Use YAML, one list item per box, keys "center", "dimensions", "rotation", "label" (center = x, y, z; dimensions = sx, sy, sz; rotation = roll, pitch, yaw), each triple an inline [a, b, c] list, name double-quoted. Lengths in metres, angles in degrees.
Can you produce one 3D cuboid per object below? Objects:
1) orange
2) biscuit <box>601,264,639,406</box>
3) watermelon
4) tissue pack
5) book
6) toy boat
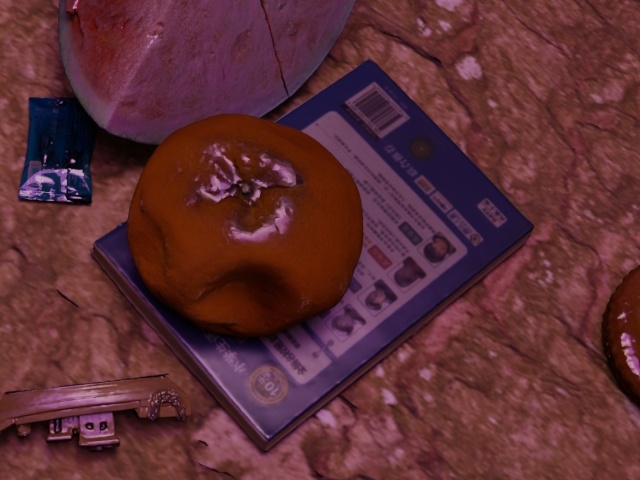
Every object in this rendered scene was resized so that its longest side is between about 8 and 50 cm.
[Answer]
- center: [-0.075, -0.030, 1.377]
  dimensions: [0.249, 0.183, 0.249]
  rotation: [4, 64, -9]
  label: "orange"
- center: [0.428, 0.117, 1.523]
  dimensions: [0.221, 0.066, 0.220]
  rotation: [3, 64, -7]
  label: "biscuit"
- center: [-0.144, -0.280, 1.540]
  dimensions: [0.222, 0.319, 0.292]
  rotation: [31, 16, 36]
  label: "watermelon"
- center: [-0.294, -0.107, 1.505]
  dimensions: [0.085, 0.028, 0.138]
  rotation: [4, 60, -10]
  label: "tissue pack"
- center: [0.000, 0.000, 1.504]
  dimensions: [0.428, 0.039, 0.300]
  rotation: [-36, 75, -25]
  label: "book"
- center: [-0.235, 0.180, 1.355]
  dimensions: [0.206, 0.064, 0.072]
  rotation: [-6, 83, -13]
  label: "toy boat"
